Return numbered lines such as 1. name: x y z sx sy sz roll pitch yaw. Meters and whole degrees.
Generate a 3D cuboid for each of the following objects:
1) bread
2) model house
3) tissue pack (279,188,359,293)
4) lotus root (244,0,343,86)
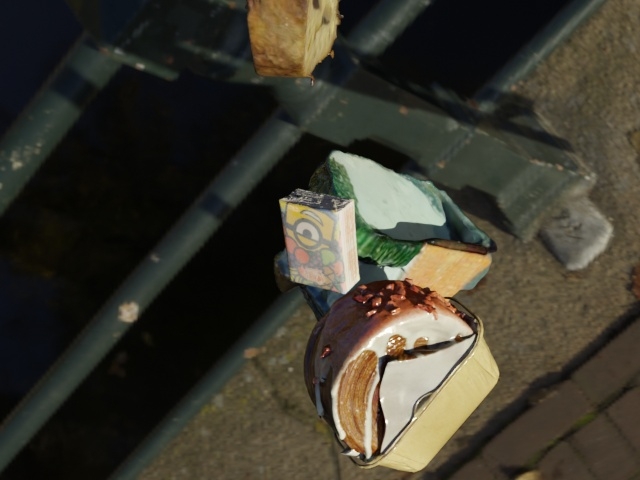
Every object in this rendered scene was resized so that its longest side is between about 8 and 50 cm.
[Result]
1. bread: 0.085 0.151 1.301 0.224 0.212 0.142 -50 31 2
2. model house: 0.055 0.055 1.529 0.184 0.253 0.291 50 119 40
3. tissue pack: 0.000 0.000 0.982 0.063 0.035 0.083 13 124 29
4. lotus root: -0.023 -0.241 1.079 0.074 0.261 0.170 8 55 7
